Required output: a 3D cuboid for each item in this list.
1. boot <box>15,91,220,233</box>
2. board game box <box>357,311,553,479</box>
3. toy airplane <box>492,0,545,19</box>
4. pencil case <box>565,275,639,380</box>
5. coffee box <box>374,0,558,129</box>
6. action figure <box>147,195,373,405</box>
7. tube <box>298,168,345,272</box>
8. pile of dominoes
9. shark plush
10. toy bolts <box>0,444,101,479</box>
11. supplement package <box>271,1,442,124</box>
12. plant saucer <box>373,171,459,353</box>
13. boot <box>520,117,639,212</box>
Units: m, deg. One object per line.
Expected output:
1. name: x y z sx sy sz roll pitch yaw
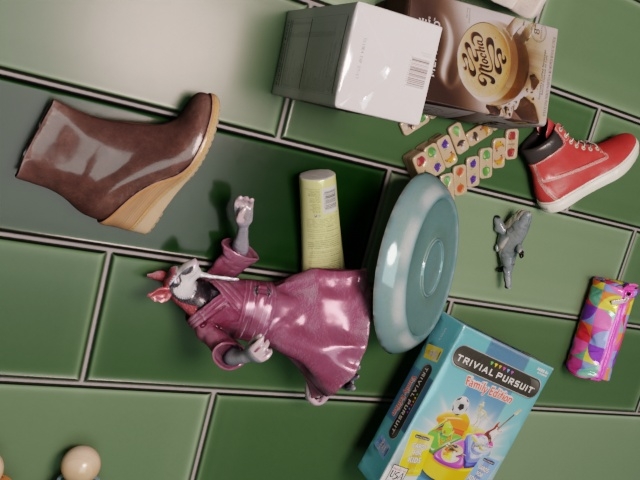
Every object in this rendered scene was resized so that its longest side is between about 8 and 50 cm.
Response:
1. boot: -0.278 -0.143 0.943 0.207 0.090 0.248 31 94 -31
2. board game box: 0.260 0.336 1.269 0.254 0.079 0.336 26 93 -28
3. toy airplane: 0.371 -0.547 1.048 0.385 0.386 0.272 -27 76 -8
4. pencil case: 0.615 0.191 1.462 0.105 0.104 0.236 7 103 -27
5. coffee box: 0.234 -0.291 1.112 0.297 0.119 0.168 4 94 -25
6. action figure: -0.098 0.106 1.087 0.371 0.275 0.248 15 63 -12
7. tube: 0.000 0.000 1.141 0.062 0.070 0.240 -40 131 -54
8. pile of dominoes: 0.269 -0.182 1.222 0.251 0.040 0.195 -33 116 -13
9. shark plush: 0.373 0.015 1.312 0.073 0.067 0.161 12 99 -28
10. toy bolts: -0.418 0.399 0.987 0.229 0.218 0.158 5 97 -45
11. supplement package: 0.042 -0.258 0.974 0.134 0.244 0.138 7 102 -26
12. plant saucer: 0.175 0.044 1.140 0.318 0.044 0.317 -33 129 -53
13. boot: 0.510 -0.188 1.311 0.244 0.088 0.176 -32 114 -10
